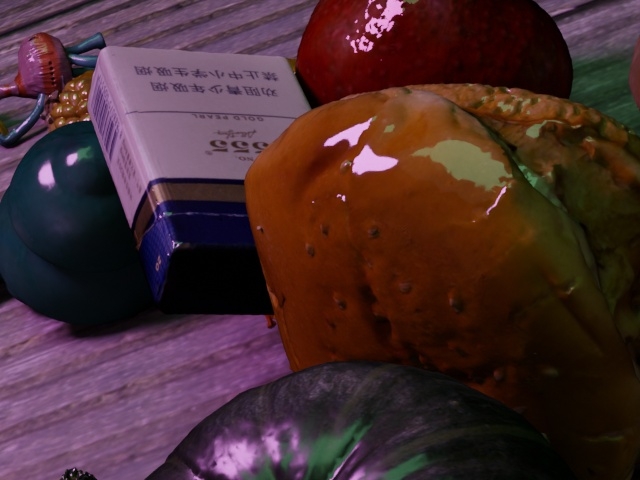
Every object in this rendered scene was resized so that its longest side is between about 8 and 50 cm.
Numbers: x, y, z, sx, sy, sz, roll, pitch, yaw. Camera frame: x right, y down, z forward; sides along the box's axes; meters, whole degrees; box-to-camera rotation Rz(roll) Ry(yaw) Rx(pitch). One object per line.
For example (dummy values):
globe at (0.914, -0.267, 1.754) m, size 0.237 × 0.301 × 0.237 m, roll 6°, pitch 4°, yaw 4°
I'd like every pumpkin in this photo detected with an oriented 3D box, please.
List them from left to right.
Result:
pumpkin at (0.018, 0.210, 0.990) m, size 0.300 × 0.207 × 0.300 m, roll -14°, pitch 43°, yaw 14°

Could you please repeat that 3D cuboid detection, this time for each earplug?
earplug at (-0.238, -0.010, 1.576) m, size 0.257 × 0.280 × 0.164 m, roll 10°, pitch 59°, yaw -12°

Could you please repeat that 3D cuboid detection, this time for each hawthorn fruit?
hawthorn fruit at (0.065, -0.133, 1.548) m, size 0.266 × 0.210 × 0.230 m, roll -34°, pitch 32°, yaw 3°

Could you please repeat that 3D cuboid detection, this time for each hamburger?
hamburger at (0.085, 0.034, 1.152) m, size 0.170 × 0.290 × 0.314 m, roll -36°, pitch 27°, yaw -32°

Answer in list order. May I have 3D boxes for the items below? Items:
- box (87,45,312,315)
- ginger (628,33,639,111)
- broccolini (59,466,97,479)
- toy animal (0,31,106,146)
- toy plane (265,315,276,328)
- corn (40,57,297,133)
box at (-0.069, -0.047, 1.415) m, size 0.168 × 0.071 × 0.259 m, roll 2°, pitch 39°, yaw -22°
ginger at (0.313, -0.136, 1.448) m, size 0.138 × 0.152 × 0.267 m, roll 1°, pitch 45°, yaw -13°
broccolini at (-0.196, 0.249, 1.245) m, size 0.067 × 0.058 × 0.216 m, roll -52°, pitch 6°, yaw 51°
toy animal at (-0.309, -0.154, 1.962) m, size 0.208 × 0.100 × 0.103 m, roll -21°, pitch 68°, yaw -5°
toy plane at (0.003, 0.007, 1.477) m, size 0.135 × 0.062 × 0.188 m, roll -26°, pitch 42°, yaw -2°
corn at (-0.114, -0.118, 1.738) m, size 0.305 × 0.106 × 0.106 m, roll -4°, pitch 33°, yaw 24°
